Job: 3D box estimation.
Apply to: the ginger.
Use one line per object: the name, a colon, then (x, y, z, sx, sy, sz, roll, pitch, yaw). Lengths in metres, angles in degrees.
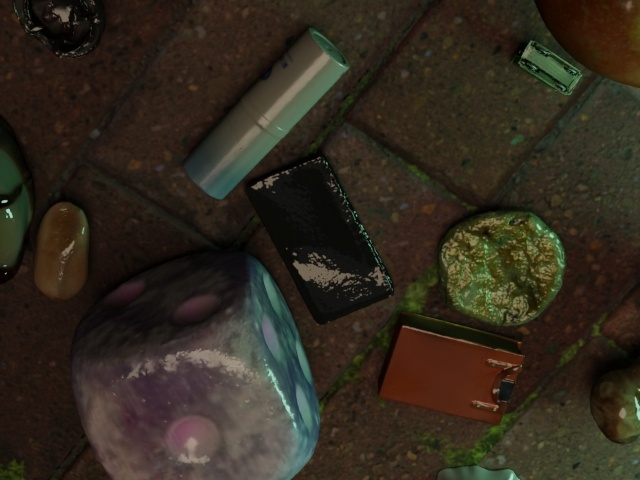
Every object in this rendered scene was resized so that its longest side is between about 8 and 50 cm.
ginger: (0.526, 0.181, 2.008, 0.245, 0.155, 0.304, 25, 112, -15)

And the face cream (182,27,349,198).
face cream: (-0.073, -0.165, 1.862, 0.077, 0.077, 0.250, 39, 107, -18)

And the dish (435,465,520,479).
dish: (0.240, 0.389, 2.164, 0.137, 0.039, 0.091, -8, 116, 4)

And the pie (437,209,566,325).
pie: (0.252, 0.036, 1.992, 0.187, 0.041, 0.187, -1, 116, -1)

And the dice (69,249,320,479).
dice: (-0.166, 0.191, 1.925, 0.270, 0.271, 0.270, -19, 115, 8)

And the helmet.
helmet: (-0.324, -0.293, 1.795, 0.098, 0.070, 0.123, -36, 109, 24)

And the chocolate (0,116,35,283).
chocolate: (-0.512, -0.039, 1.849, 0.284, 0.186, 0.283, -1, 116, -1)

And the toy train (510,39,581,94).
toy train: (0.293, -0.227, 1.856, 0.093, 0.056, 0.038, 29, 94, -16)

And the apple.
apple: (0.404, -0.330, 1.688, 0.319, 0.277, 0.319, -1, 118, -1)

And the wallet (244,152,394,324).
wallet: (0.000, 0.000, 1.973, 0.124, 0.025, 0.244, -24, 116, 9)

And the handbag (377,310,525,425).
handbag: (0.190, 0.186, 2.055, 0.190, 0.063, 0.127, 14, 114, -4)

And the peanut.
peanut: (-0.354, 0.015, 1.945, 0.076, 0.076, 0.152, 8, 118, -6)
